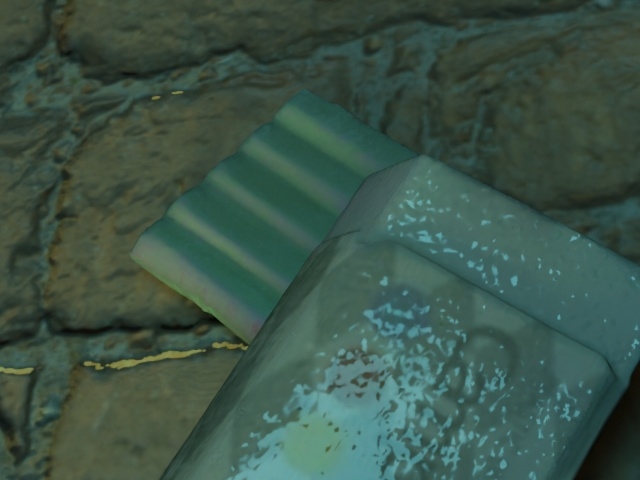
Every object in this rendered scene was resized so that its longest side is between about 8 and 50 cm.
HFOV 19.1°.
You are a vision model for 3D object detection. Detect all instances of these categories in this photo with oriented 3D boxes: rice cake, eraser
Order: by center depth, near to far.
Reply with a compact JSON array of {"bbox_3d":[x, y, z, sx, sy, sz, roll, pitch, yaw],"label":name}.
[{"bbox_3d":[0.012,0.146,1.041,0.213,0.082,0.397,29,69,15],"label":"eraser"},{"bbox_3d":[0.000,0.000,1.204,0.189,0.037,0.198,-40,51,-10],"label":"rice cake"}]
